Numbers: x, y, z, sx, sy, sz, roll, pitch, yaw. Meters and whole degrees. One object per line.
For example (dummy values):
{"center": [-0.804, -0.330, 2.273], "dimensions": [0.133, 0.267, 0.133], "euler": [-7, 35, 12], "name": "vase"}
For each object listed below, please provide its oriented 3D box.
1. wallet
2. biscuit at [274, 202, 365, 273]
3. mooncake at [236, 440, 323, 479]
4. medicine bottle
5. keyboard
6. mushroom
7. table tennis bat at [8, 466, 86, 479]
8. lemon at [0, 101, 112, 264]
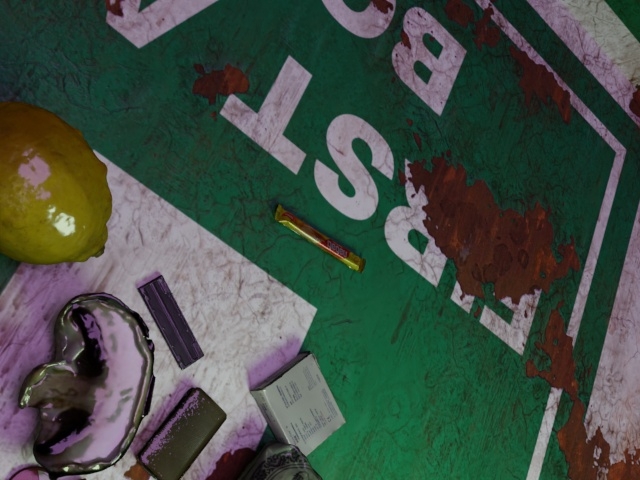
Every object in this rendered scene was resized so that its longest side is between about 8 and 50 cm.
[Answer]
{"center": [-0.289, 0.413, 1.690], "dimensions": [0.110, 0.031, 0.198], "euler": [50, 57, -18], "name": "wallet"}
{"center": [0.000, 0.000, 1.988], "dimensions": [0.292, 0.026, 0.048], "euler": [32, 44, -28], "name": "biscuit"}
{"center": [-0.089, 0.593, 1.742], "dimensions": [0.254, 0.136, 0.250], "euler": [55, 52, -17], "name": "mooncake"}
{"center": [-0.046, 0.383, 1.865], "dimensions": [0.171, 0.052, 0.201], "euler": [-34, 103, -36], "name": "medicine bottle"}
{"center": [-0.318, 0.176, 1.725], "dimensions": [0.067, 0.011, 0.202], "euler": [-32, 101, -34], "name": "keyboard"}
{"center": [-0.447, 0.276, 1.546], "dimensions": [0.248, 0.130, 0.343], "euler": [2, 79, -20], "name": "mushroom"}
{"center": [-0.517, 0.472, 1.518], "dimensions": [0.155, 0.019, 0.098], "euler": [0, 82, -34], "name": "table tennis bat"}
{"center": [-0.526, -0.096, 1.458], "dimensions": [0.285, 0.285, 0.316], "euler": [-34, 87, -36], "name": "lemon"}
